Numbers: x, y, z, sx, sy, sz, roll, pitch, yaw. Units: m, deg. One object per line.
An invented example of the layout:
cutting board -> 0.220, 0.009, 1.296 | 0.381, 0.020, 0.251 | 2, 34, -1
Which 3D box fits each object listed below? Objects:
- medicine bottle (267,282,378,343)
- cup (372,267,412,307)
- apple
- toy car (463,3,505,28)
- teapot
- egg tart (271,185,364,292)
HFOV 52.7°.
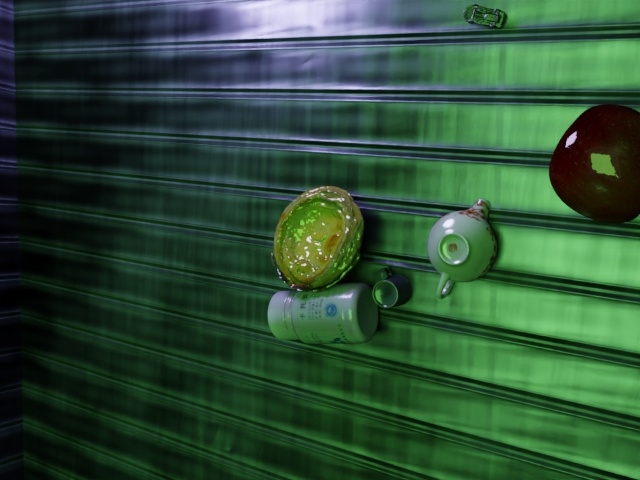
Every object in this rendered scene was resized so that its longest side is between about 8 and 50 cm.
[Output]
medicine bottle -> 0.005, 0.185, 1.622 | 0.254, 0.152, 0.152 | -6, 91, 28
cup -> 0.167, 0.114, 1.568 | 0.078, 0.077, 0.100 | -27, 80, 28
apple -> 0.556, -0.148, 1.248 | 0.201, 0.218, 0.218 | 31, 108, 15
toy car -> 0.364, -0.499, 1.439 | 0.093, 0.025, 0.041 | 22, 103, 23
teapot -> 0.315, 0.026, 1.472 | 0.159, 0.116, 0.246 | 30, 114, 13
egg tart -> 0.000, 0.000, 1.620 | 0.278, 0.095, 0.279 | -13, 66, 32
